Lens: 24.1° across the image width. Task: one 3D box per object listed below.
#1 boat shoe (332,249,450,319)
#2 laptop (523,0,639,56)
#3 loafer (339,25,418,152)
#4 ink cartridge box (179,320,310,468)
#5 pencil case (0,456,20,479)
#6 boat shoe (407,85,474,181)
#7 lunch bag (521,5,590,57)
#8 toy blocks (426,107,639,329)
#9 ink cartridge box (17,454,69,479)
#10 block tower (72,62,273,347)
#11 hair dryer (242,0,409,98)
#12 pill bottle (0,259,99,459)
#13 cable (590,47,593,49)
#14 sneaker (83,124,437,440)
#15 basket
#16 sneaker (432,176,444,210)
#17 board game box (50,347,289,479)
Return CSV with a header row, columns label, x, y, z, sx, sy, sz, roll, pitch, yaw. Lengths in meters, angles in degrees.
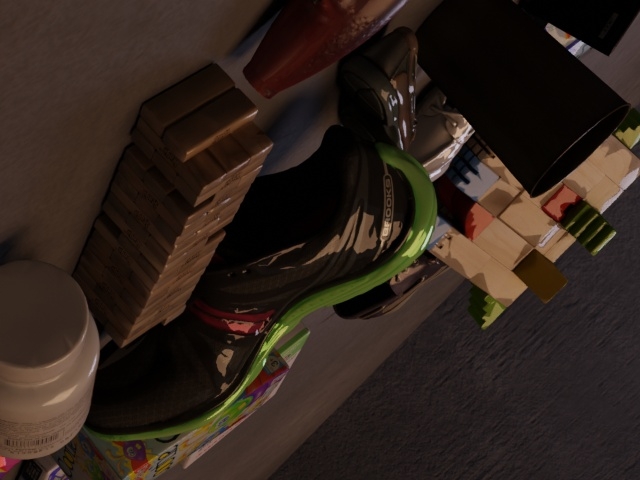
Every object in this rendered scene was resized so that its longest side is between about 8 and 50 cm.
label,x,y,z,sx,sy,sz,roll,pitch,yaw
boat shoe,0.139,0.033,2.528,0.130,0.132,0.355,-32,163,-46
laptop,0.357,-0.333,1.760,0.234,0.137,0.264,-57,167,8
loafer,0.080,-0.157,1.703,0.084,0.096,0.267,-47,168,-10
ink cartridge box,-0.145,0.197,2.191,0.198,0.115,0.273,-38,168,-25
pencil case,-0.408,0.251,1.537,0.236,0.104,0.104,-40,169,-3
boat shoe,0.172,-0.175,1.991,0.258,0.095,0.084,-50,168,-22
lunch bag,0.329,-0.306,2.021,0.129,0.096,0.151,-38,154,-13
toy blocks,0.269,-0.085,2.120,0.381,0.190,0.261,-46,129,11
ink cartridge box,-0.330,0.293,2.087,0.208,0.045,0.206,-34,166,-35
block tower,-0.148,-0.019,1.421,0.097,0.091,0.335,-34,166,-34
hair dryer,-0.002,-0.228,1.256,0.224,0.080,0.293,-17,152,-30
pill bottle,-0.269,0.108,1.371,0.131,0.131,0.229,-38,168,-24
cable,0.387,-0.309,2.341,0.150,0.047,0.184,-37,171,-4
sneaker,-0.102,0.037,1.666,0.483,0.185,0.202,-40,130,11
basket,0.225,-0.183,1.745,0.154,0.227,0.204,-46,168,17
sneaker,0.239,-0.094,2.278,0.234,0.078,0.106,-25,164,-49
board game box,-0.200,0.203,1.906,0.275,0.142,0.144,-32,166,-32
